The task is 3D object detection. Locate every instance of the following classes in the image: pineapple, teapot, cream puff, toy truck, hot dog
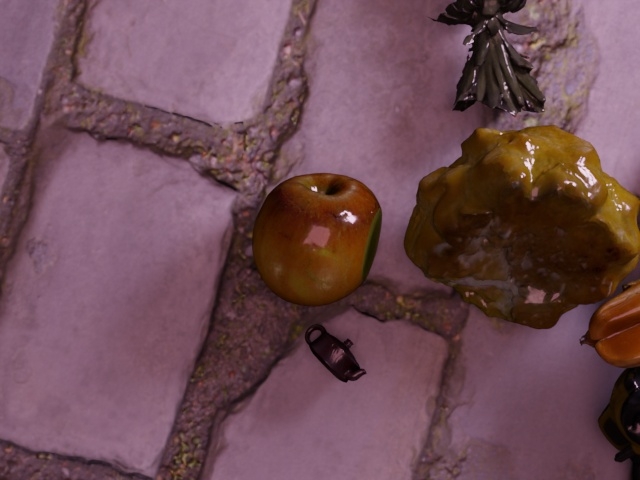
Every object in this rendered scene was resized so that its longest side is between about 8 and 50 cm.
[{"bbox_3d":[0.206,-0.285,1.669,0.130,0.119,0.277,-7,95,-45],"label":"pineapple"},{"bbox_3d":[0.019,0.137,1.700,0.045,0.068,0.100,-43,58,-3],"label":"teapot"},{"bbox_3d":[0.241,-0.028,1.656,0.282,0.185,0.282,1,133,1],"label":"cream puff"},{"bbox_3d":[0.426,0.253,1.679,0.224,0.147,0.165,48,132,0],"label":"toy truck"},{"bbox_3d":[0.434,0.080,1.627,0.269,0.072,0.109,-18,84,12],"label":"hot dog"}]

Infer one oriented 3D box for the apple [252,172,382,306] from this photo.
[{"bbox_3d":[-0.006,-0.001,1.668,0.146,0.163,0.147,9,114,11],"label":"apple"}]
